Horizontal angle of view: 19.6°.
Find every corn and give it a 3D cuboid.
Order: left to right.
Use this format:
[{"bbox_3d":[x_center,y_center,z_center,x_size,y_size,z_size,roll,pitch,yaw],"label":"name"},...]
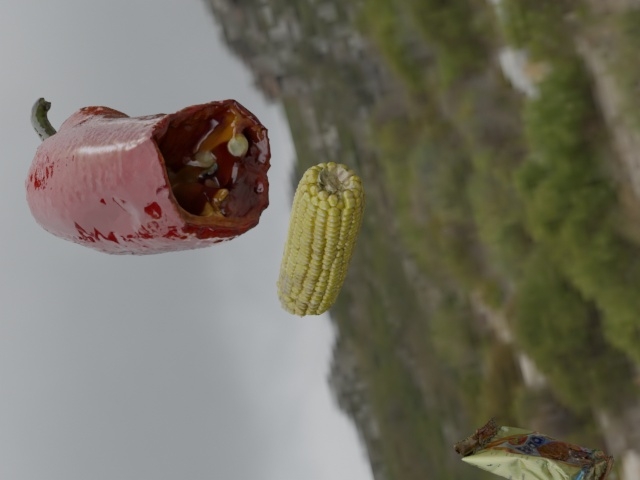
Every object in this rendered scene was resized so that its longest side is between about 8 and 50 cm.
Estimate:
[{"bbox_3d":[0.000,0.000,2.388,0.244,0.093,0.093,105,161,-50],"label":"corn"}]

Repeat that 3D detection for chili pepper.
[{"bbox_3d":[-0.187,-0.050,1.616,0.338,0.135,0.131,3,113,51],"label":"chili pepper"}]

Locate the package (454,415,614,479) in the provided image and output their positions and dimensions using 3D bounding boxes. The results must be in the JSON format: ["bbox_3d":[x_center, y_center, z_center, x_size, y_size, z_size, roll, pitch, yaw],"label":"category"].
[{"bbox_3d":[0.179,0.178,1.512,0.108,0.121,0.031,-17,-57,-67],"label":"package"}]
